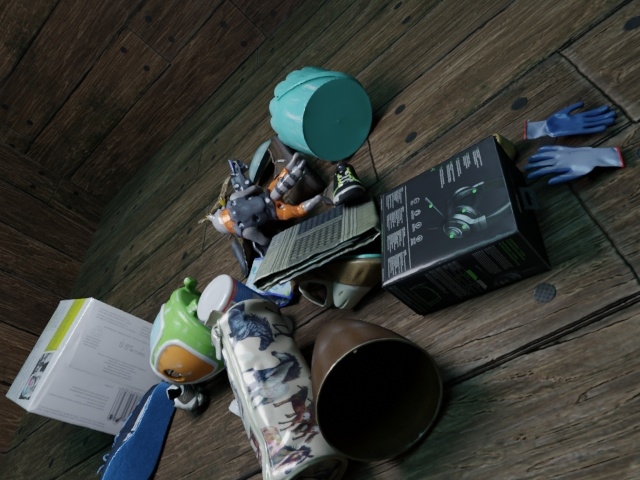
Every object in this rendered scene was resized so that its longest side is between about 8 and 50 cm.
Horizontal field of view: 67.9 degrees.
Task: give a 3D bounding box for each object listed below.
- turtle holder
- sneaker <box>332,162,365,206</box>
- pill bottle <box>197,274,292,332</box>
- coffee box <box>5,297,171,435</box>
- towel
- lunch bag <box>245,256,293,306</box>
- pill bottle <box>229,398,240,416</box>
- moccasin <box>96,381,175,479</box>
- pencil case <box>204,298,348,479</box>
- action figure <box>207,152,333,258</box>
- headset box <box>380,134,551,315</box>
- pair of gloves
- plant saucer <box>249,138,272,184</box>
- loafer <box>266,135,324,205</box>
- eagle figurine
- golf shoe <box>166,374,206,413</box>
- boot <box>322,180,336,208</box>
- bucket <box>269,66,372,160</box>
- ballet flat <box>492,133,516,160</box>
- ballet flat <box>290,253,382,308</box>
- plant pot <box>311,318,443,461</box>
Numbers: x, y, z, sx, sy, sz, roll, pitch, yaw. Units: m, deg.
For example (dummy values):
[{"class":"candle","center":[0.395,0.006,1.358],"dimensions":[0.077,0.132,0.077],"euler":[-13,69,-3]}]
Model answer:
[{"class":"turtle holder","center":[-0.359,0.246,1.307],"dimensions":[0.227,0.243,0.320],"euler":[-50,47,3]},{"class":"sneaker","center":[0.058,-0.149,1.217],"dimensions":[0.084,0.097,0.234],"euler":[-22,7,5]},{"class":"pill bottle","center":[-0.178,0.185,1.169],"dimensions":[0.124,0.222,0.124],"euler":[-31,39,29]},{"class":"coffee box","center":[-0.712,0.405,1.518],"dimensions":[0.335,0.338,0.338],"euler":[-10,53,47]},{"class":"towel","center":[0.000,0.000,1.138],"dimensions":[0.312,0.056,0.324],"euler":[-24,16,12]},{"class":"lunch bag","center":[-0.124,0.111,1.297],"dimensions":[0.151,0.096,0.128],"euler":[-6,51,31]},{"class":"pill bottle","center":[-0.147,0.334,1.117],"dimensions":[0.087,0.087,0.160],"euler":[10,68,54]},{"class":"moccasin","center":[-0.509,0.571,1.334],"dimensions":[0.117,0.138,0.341],"euler":[-27,27,41]},{"class":"pencil case","center":[-0.095,0.304,0.927],"dimensions":[0.410,0.184,0.159],"euler":[57,132,41]},{"class":"action figure","center":[-0.175,-0.137,1.349],"dimensions":[0.330,0.178,0.341],"euler":[-31,73,4]},{"class":"headset box","center":[0.264,-0.029,0.904],"dimensions":[0.283,0.131,0.246],"euler":[-29,40,33]},{"class":"pair of gloves","center":[0.456,-0.180,0.868],"dimensions":[0.160,0.023,0.198],"euler":[-5,51,25]},{"class":"plant saucer","center":[-0.224,-0.293,1.748],"dimensions":[0.195,0.038,0.194],"euler":[-156,90,-86]},{"class":"loafer","center":[-0.115,-0.232,1.556],"dimensions":[0.130,0.134,0.366],"euler":[-47,33,9]},{"class":"eagle figurine","center":[-0.255,-0.038,1.545],"dimensions":[0.298,0.225,0.226],"euler":[31,128,25]},{"class":"golf shoe","center":[-0.385,0.401,1.333],"dimensions":[0.198,0.094,0.077],"euler":[36,109,59]},{"class":"boot","center":[0.037,-0.120,1.357],"dimensions":[0.087,0.042,0.118],"euler":[-22,43,48]},{"class":"bucket","center":[0.008,-0.378,1.427],"dimensions":[0.281,0.281,0.183],"euler":[-53,39,1]},{"class":"ballet flat","center":[0.301,-0.150,1.024],"dimensions":[0.232,0.073,0.080],"euler":[-35,37,26]},{"class":"ballet flat","center":[0.032,0.096,1.113],"dimensions":[0.343,0.116,0.124],"euler":[-3,78,50]},{"class":"plant pot","center":[0.070,0.234,0.865],"dimensions":[0.215,0.215,0.230],"euler":[-53,18,1]}]
